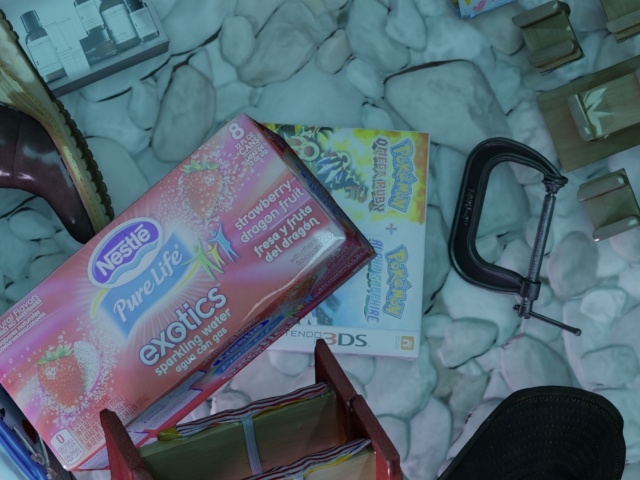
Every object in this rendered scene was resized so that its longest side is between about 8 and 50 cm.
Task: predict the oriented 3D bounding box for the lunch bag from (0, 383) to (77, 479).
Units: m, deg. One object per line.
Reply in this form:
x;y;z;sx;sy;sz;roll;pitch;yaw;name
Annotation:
-0.352;0.241;1.672;0.303;0.115;0.243;-38;86;5;lunch bag

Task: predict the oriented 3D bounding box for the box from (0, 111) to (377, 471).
-0.119;0.048;1.670;0.300;0.154;0.142;-40;79;6;box

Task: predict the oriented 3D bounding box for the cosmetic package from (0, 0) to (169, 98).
-0.261;-0.169;1.758;0.239;0.060;0.099;-24;87;-6;cosmetic package

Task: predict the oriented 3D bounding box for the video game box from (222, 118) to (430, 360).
0.000;0.000;1.774;0.187;0.048;0.205;3;85;-6;video game box

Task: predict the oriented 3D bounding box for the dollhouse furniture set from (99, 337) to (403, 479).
-0.054;0.291;1.654;0.201;0.152;0.374;-15;130;-18;dollhouse furniture set

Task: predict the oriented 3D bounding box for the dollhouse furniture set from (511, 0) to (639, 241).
0.322;-0.139;1.790;0.242;0.161;0.212;-21;87;16;dollhouse furniture set

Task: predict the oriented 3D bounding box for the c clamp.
0.179;-0.008;1.767;0.137;0.022;0.161;13;106;28;c clamp

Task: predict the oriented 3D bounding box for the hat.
0.180;0.289;1.634;0.134;0.331;0.331;30;81;41;hat

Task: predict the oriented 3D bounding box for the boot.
-0.309;-0.063;1.685;0.207;0.090;0.248;-32;89;1;boot

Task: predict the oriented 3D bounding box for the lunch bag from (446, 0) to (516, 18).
0.141;-0.244;1.803;0.071;0.053;0.083;-23;78;-8;lunch bag
